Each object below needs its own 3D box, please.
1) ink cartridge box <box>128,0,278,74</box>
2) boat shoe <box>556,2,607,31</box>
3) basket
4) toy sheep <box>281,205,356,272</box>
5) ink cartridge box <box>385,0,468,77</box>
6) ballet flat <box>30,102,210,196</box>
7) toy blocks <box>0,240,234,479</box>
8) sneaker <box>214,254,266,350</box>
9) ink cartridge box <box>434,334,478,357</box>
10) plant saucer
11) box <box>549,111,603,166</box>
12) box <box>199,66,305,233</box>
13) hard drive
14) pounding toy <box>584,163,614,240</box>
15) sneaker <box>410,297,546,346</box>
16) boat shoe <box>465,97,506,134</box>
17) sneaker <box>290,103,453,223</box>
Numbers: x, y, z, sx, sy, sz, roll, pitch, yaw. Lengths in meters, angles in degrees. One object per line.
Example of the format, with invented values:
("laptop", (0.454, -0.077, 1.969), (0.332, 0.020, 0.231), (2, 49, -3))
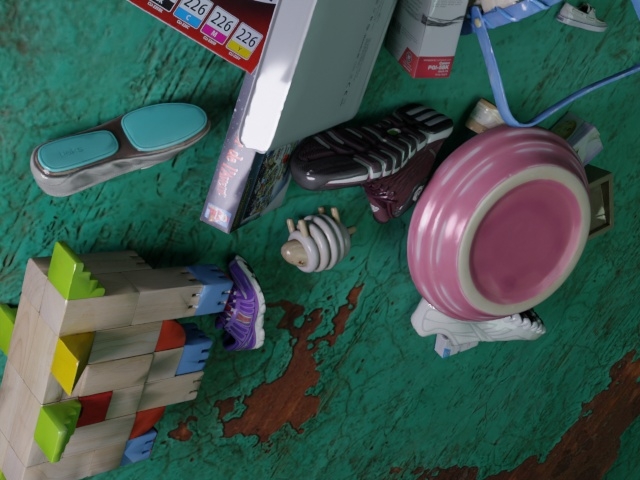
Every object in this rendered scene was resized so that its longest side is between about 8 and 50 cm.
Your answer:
("ink cartridge box", (-0.134, -0.362, 0.803), (0.309, 0.130, 0.272), (24, 104, -42))
("boat shoe", (0.405, -0.344, 1.259), (0.100, 0.035, 0.035), (3, 121, -29))
("basket", (0.303, -0.321, 1.063), (0.255, 0.201, 0.289), (-27, 101, -16))
("toy sheep", (0.000, 0.000, 1.187), (0.132, 0.091, 0.091), (-21, 130, -29))
("ink cartridge box", (0.137, -0.289, 1.053), (0.056, 0.099, 0.135), (-4, 128, -20))
("ballet flat", (-0.233, -0.107, 0.971), (0.213, 0.072, 0.068), (-20, 157, -21))
("toy blocks", (-0.264, 0.160, 1.073), (0.261, 0.191, 0.381), (-4, 123, -46))
("sneaker", (-0.119, 0.099, 1.187), (0.071, 0.068, 0.170), (-14, 128, -20))
("ink cartridge box", (0.255, 0.181, 1.529), (0.083, 0.028, 0.048), (-14, 128, -26))
("plant saucer", (0.295, -0.012, 1.278), (0.332, 0.084, 0.332), (-12, 119, -23))
("box", (0.329, -0.077, 1.372), (0.324, 0.067, 0.063), (-43, 134, -1))
("box", (-0.061, -0.136, 1.016), (0.159, 0.044, 0.233), (-34, 148, -64))
("hard drive", (0.012, -0.219, 0.940), (0.307, 0.040, 0.203), (-36, 148, -66))
("pounding toy", (0.435, -0.048, 1.459), (0.130, 0.100, 0.141), (-24, 121, -20))
("sneaker", (0.282, 0.137, 1.475), (0.292, 0.110, 0.118), (17, 118, -32))
("boat shoe", (0.281, -0.154, 1.291), (0.059, 0.063, 0.170), (-47, 126, 7))
("sneaker", (0.071, -0.078, 1.147), (0.281, 0.106, 0.162), (-22, 138, -35))
